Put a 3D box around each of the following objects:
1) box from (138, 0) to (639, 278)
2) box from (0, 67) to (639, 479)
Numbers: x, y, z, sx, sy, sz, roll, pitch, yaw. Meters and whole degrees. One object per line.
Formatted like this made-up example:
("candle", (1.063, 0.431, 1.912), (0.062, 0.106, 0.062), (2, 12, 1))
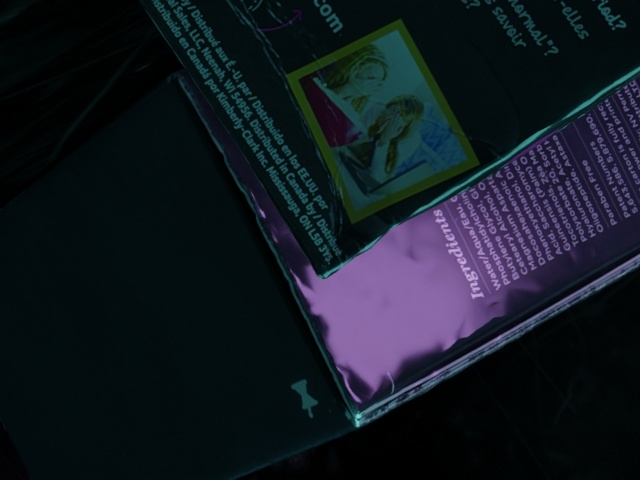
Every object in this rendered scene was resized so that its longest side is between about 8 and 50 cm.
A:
("box", (0.032, -0.102, 0.629), (0.142, 0.163, 0.247), (-34, 180, 10))
("box", (0.000, 0.000, 1.545), (0.472, 0.297, 0.480), (-27, 179, -39))
